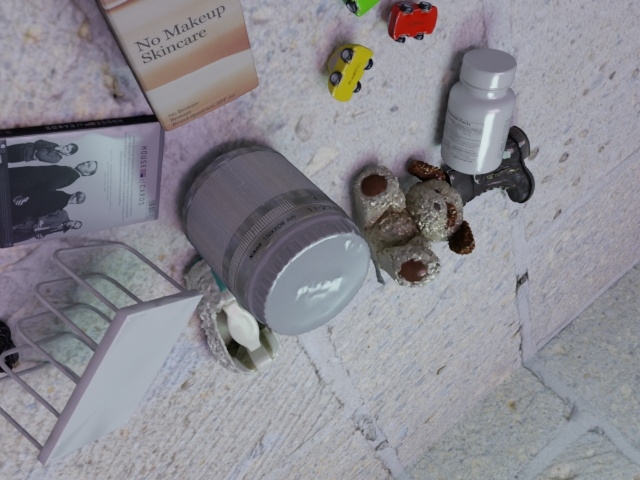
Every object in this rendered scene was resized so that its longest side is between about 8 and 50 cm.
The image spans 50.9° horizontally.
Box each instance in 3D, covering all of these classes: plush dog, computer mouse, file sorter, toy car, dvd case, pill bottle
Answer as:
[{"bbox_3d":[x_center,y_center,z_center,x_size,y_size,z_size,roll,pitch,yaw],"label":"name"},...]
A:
[{"bbox_3d":[0.198,-0.040,1.405,0.226,0.262,0.210,-24,172,-12],"label":"plush dog"},{"bbox_3d":[-0.563,0.199,1.024,0.193,0.042,0.106,-28,145,-31],"label":"computer mouse"},{"bbox_3d":[-0.356,0.158,1.038,0.277,0.173,0.193,-57,165,15],"label":"file sorter"},{"bbox_3d":[0.073,-0.368,1.083,0.239,0.053,0.225,-41,143,-7],"label":"toy car"},{"bbox_3d":[-0.344,-0.087,0.970,0.239,0.029,0.179,-14,133,-35],"label":"dvd case"},{"bbox_3d":[0.321,-0.260,1.355,0.131,0.131,0.229,-25,138,-25],"label":"pill bottle"}]

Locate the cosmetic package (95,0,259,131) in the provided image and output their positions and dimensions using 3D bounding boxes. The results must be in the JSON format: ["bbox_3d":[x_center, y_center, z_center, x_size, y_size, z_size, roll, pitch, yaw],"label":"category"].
[{"bbox_3d":[-0.179,-0.279,0.784,0.153,0.129,0.296,-29,158,-7],"label":"cosmetic package"}]

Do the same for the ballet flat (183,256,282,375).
[{"bbox_3d":[-0.156,0.185,1.321,0.147,0.147,0.408,-36,143,-13],"label":"ballet flat"}]

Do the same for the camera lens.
[{"bbox_3d":[-0.079,-0.007,1.091,0.220,0.274,0.219,-26,139,-24],"label":"camera lens"}]

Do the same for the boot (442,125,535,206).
[{"bbox_3d":[0.384,-0.135,1.587,0.229,0.091,0.263,-33,138,-7],"label":"boot"}]
